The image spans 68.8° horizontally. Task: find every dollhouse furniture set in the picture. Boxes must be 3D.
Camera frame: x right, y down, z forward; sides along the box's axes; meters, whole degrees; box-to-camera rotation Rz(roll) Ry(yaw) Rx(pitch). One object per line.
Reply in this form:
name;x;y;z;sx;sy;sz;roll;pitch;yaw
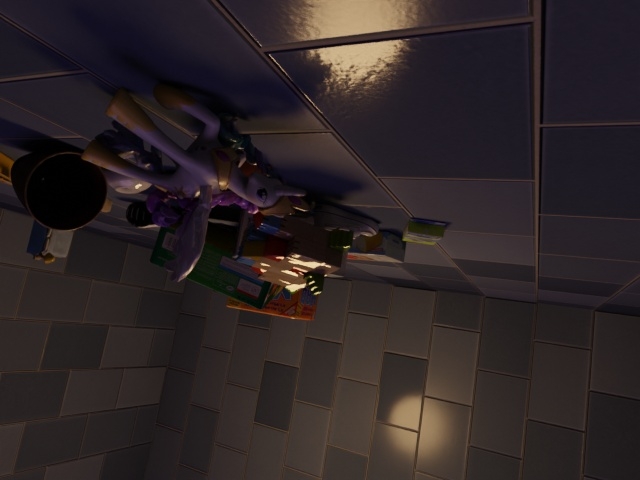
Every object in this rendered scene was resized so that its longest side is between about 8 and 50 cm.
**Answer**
dollhouse furniture set;-0.992;-0.036;1.913;0.198;0.304;0.286;10;171;3

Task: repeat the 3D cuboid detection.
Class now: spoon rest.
spoon rest;-0.642;-0.184;1.414;0.276;0.084;0.137;-5;170;7

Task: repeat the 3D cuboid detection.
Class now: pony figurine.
pony figurine;-0.238;-0.113;0.881;0.363;0.303;0.351;33;148;-26

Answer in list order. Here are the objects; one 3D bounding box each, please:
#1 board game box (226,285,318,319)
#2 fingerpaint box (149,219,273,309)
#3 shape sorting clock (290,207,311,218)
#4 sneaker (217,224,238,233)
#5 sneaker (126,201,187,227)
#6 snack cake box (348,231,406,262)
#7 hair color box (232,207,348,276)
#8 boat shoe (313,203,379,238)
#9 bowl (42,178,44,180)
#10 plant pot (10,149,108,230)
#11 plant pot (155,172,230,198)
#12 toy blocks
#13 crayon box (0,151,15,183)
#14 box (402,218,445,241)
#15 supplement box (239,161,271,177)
board game box;-0.213;0.198;2.383;0.356;0.356;0.356;7;171;16
fingerpaint box;-0.356;0.075;1.798;0.444;0.163;0.371;22;-171;4
shape sorting clock;-0.130;-0.091;1.418;0.206;0.040;0.206;14;-177;-1
sneaker;-0.445;-0.042;2.074;0.170;0.063;0.075;6;172;-6
sneaker;-0.657;-0.091;1.884;0.271;0.100;0.108;8;176;11
snack cake box;0.167;0.021;1.738;0.264;0.089;0.152;3;171;36
hair color box;-0.094;0.002;1.587;0.374;0.185;0.113;13;171;-17
boat shoe;0.078;-0.041;1.463;0.258;0.084;0.095;16;169;-34
bowl;-0.974;-0.180;1.711;0.170;0.080;0.170;10;170;2
plant pot;-0.755;-0.161;1.300;0.230;0.215;0.215;20;178;33
plant pot;-0.373;-0.156;1.390;0.236;0.032;0.236;8;171;1
toy blocks;-0.115;0.034;1.343;0.260;0.191;0.381;19;154;-20
crayon box;-1.074;-0.249;1.385;0.322;0.083;0.203;12;171;-10
box;0.319;-0.025;1.450;0.109;0.042;0.178;8;172;6
supplement box;-0.159;-0.128;1.202;0.078;0.080;0.233;10;169;1
